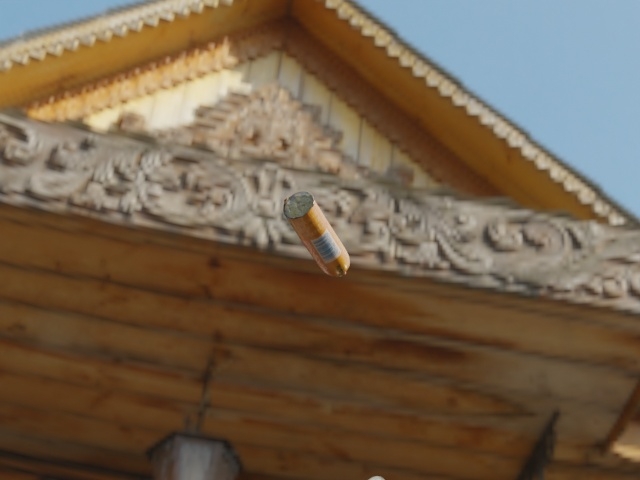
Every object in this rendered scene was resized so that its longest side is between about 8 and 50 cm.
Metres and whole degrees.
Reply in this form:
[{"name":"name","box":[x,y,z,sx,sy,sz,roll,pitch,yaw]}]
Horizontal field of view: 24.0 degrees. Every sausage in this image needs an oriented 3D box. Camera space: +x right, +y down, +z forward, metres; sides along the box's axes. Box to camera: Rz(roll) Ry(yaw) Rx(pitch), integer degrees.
[{"name":"sausage","box":[0.000,0.000,1.359,0.031,0.031,0.107,-13,-42,18]}]

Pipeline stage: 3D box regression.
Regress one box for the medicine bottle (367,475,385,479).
[{"name":"medicine bottle","box":[-0.057,0.313,0.807,0.371,0.211,0.211,-38,-54,-1]}]
